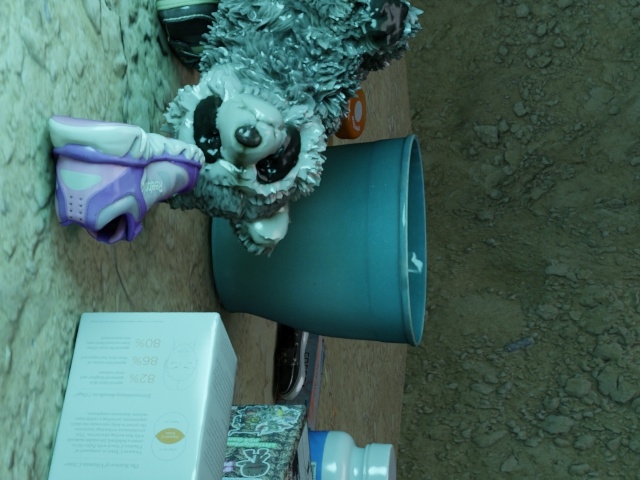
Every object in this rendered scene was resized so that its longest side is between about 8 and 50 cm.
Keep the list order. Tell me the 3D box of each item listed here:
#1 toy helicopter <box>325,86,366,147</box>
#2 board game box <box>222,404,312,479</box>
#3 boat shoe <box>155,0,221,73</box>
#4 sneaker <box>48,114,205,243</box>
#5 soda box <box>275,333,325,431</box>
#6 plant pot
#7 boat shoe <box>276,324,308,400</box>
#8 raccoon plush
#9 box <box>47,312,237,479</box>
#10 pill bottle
[{"bbox_3d":[-0.062,-0.162,1.843,0.355,0.140,0.235,44,54,-62],"label":"toy helicopter"},{"bbox_3d":[-0.096,0.349,1.427,0.291,0.141,0.232,-68,156,-66],"label":"board game box"},{"bbox_3d":[-0.130,-0.227,1.468,0.223,0.080,0.073,12,72,-85],"label":"boat shoe"},{"bbox_3d":[-0.177,-0.049,1.173,0.236,0.095,0.104,3,92,-76],"label":"sneaker"},{"bbox_3d":[-0.031,0.225,2.078,0.063,0.058,0.183,79,15,-46],"label":"soda box"},{"bbox_3d":[0.000,0.000,1.693,0.271,0.255,0.271,0,90,-80],"label":"plant pot"},{"bbox_3d":[-0.050,0.179,2.032,0.040,0.049,0.142,35,48,-36],"label":"boat shoe"},{"bbox_3d":[-0.024,-0.150,1.450,0.299,0.216,0.446,-66,164,9],"label":"raccoon plush"},{"bbox_3d":[-0.152,0.157,1.150,0.091,0.130,0.170,76,17,-56],"label":"box"},{"bbox_3d":[-0.019,0.301,1.651,0.124,0.221,0.124,-1,90,-81],"label":"pill bottle"}]
